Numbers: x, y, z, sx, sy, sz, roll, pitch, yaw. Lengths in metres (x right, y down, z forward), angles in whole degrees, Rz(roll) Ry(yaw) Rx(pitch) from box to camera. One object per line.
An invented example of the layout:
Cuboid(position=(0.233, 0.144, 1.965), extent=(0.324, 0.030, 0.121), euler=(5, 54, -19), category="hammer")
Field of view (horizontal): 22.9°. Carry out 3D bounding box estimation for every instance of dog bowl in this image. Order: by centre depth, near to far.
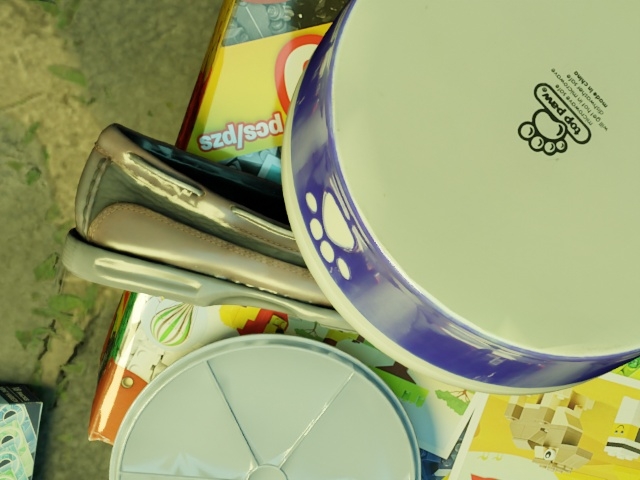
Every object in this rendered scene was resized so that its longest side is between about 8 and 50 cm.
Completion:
Cuboid(position=(0.117, -0.051, 0.891), extent=(0.265, 0.104, 0.264), euler=(4, 74, -13), category="dog bowl")

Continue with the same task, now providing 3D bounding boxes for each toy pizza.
Cuboid(position=(-0.036, 0.151, 1.025), extent=(0.201, 0.032, 0.201), euler=(-1, 108, -3), category="toy pizza")

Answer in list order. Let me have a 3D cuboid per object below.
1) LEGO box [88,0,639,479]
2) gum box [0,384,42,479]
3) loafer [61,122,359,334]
Cuboid(position=(0.132, 0.014, 1.118), extent=(0.500, 0.193, 0.372), euler=(17, 103, -9), category="LEGO box")
Cuboid(position=(-0.306, 0.190, 1.166), extent=(0.184, 0.041, 0.157), euler=(0, 107, -36), category="gum box")
Cuboid(position=(0.000, 0.000, 0.951), extent=(0.303, 0.109, 0.095), euler=(10, 99, -5), category="loafer")
